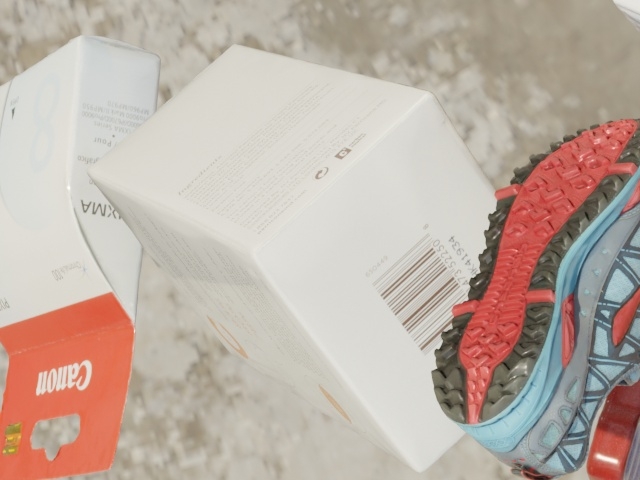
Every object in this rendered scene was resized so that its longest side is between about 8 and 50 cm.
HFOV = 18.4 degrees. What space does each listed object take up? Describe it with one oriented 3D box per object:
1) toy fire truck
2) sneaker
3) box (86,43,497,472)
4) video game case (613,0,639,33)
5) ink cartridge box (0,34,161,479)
[{"bbox_3d":[0.332,0.164,2.055,0.169,0.253,0.302,16,164,15],"label":"toy fire truck"},{"bbox_3d":[0.161,0.038,1.263,0.125,0.104,0.262,50,57,-33],"label":"sneaker"},{"bbox_3d":[0.000,0.000,1.471,0.168,0.345,0.215,-42,115,-12],"label":"box"},{"bbox_3d":[0.285,-0.077,1.159,0.023,0.201,0.183,-58,146,-1],"label":"video game case"},{"bbox_3d":[-0.268,0.029,1.852,0.091,0.308,0.384,13,75,-28],"label":"ink cartridge box"}]
